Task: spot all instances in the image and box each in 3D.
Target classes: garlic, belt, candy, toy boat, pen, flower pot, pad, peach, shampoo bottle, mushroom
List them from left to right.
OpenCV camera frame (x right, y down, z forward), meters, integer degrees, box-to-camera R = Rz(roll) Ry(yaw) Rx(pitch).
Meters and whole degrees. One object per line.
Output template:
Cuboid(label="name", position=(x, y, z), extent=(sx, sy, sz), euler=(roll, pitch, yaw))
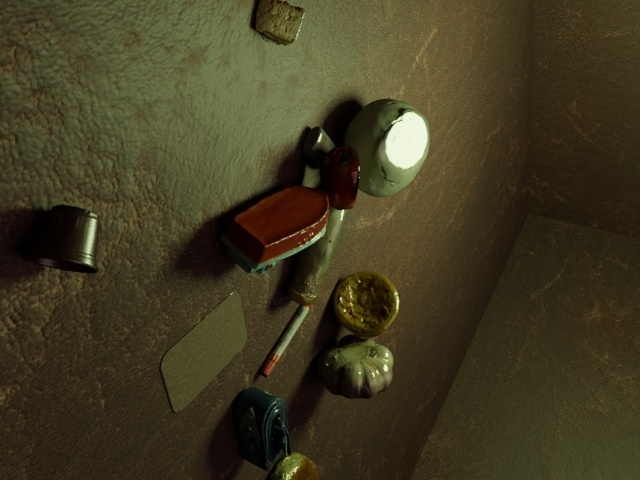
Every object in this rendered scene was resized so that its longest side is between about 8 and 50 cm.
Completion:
Cuboid(label="flower pot", position=(-0.385, -0.005, 0.960), extent=(0.111, 0.111, 0.089), euler=(33, 62, -61))
Cuboid(label="pad", position=(-0.255, 0.248, 1.418), extent=(0.266, 0.002, 0.176), euler=(-44, 140, -43))
Cuboid(label="belt", position=(-0.137, 0.480, 1.616), extent=(0.122, 0.128, 0.218), euler=(-45, 142, -43))
Cuboid(label="toy boat", position=(-0.086, -0.022, 1.449), extent=(0.332, 0.145, 0.133), euler=(-32, 154, -49))
Cuboid(label="pen", position=(-0.092, 0.263, 1.692), extent=(0.239, 0.028, 0.028), euler=(-57, 148, -29))
Cuboid(label="mushroom", position=(0.000, 0.000, 1.661), extent=(0.123, 0.095, 0.351), euler=(74, 36, -82))
Cuboid(label="shampoo bottle", position=(0.010, -0.221, 1.606), extent=(0.165, 0.040, 0.080), euler=(40, 71, -59))
Cuboid(label="peach", position=(0.044, -0.151, 1.559), extent=(0.127, 0.092, 0.172), euler=(-102, -163, -51))
Cuboid(label="garlic", position=(0.109, 0.398, 1.922), extent=(0.245, 0.245, 0.160), euler=(-41, 135, -46))
Cuboid(label="candy", position=(0.171, -0.254, 1.733), extent=(0.295, 0.185, 0.295), euler=(-20, 122, -37))

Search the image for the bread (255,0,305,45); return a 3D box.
Cuboid(label="bread", position=(-0.098, -0.458, 1.315), extent=(0.109, 0.080, 0.084), euler=(11, 96, -26))

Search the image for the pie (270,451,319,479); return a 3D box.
Cuboid(label="pie", position=(-0.096, 0.795, 1.903), extent=(0.315, 0.092, 0.315), euler=(-36, 133, -51))

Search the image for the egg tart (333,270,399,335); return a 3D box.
Cuboid(label="egg tart", position=(0.144, 0.206, 1.929), extent=(0.202, 0.202, 0.147), euler=(-64, 163, -17))
